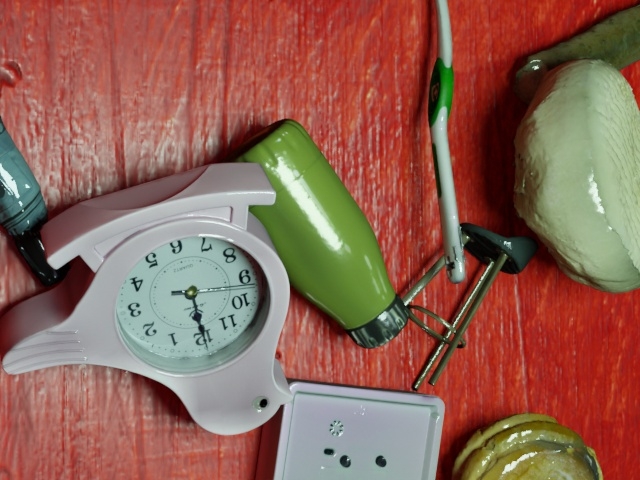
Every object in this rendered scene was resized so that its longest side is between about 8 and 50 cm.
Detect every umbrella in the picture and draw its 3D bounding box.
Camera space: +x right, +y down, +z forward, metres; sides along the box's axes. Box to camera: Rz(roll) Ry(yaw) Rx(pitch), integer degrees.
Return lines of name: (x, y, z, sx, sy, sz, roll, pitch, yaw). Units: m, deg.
umbrella: (-0.314, -0.069, 1.081, 0.053, 0.052, 0.250, -38, 112, -31)

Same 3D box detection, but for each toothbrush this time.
toothbrush: (0.140, -0.158, 1.257, 0.040, 0.042, 0.418, -3, 81, -18)

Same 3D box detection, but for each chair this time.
chair: (0.152, 0.064, 1.273, 0.095, 0.104, 0.221, 40, 77, -1)

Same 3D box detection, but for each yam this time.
yam: (0.373, -0.247, 1.380, 0.317, 0.067, 0.071, -26, 88, -23)

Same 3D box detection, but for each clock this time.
clock: (0.032, 0.237, 1.233, 0.197, 0.063, 0.150, 9, 87, -23)
clock: (-0.171, 0.082, 1.097, 0.290, 0.080, 0.275, -14, 118, -10)

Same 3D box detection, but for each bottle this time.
bottle: (0.000, 0.000, 1.188, 0.112, 0.112, 0.260, -40, 104, -19)

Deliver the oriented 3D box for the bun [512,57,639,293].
bun: (0.299, -0.068, 1.270, 0.287, 0.146, 0.287, 33, 52, -57)

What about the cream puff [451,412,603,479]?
cream puff: (0.240, 0.284, 1.291, 0.189, 0.129, 0.189, -3, 100, -16)
